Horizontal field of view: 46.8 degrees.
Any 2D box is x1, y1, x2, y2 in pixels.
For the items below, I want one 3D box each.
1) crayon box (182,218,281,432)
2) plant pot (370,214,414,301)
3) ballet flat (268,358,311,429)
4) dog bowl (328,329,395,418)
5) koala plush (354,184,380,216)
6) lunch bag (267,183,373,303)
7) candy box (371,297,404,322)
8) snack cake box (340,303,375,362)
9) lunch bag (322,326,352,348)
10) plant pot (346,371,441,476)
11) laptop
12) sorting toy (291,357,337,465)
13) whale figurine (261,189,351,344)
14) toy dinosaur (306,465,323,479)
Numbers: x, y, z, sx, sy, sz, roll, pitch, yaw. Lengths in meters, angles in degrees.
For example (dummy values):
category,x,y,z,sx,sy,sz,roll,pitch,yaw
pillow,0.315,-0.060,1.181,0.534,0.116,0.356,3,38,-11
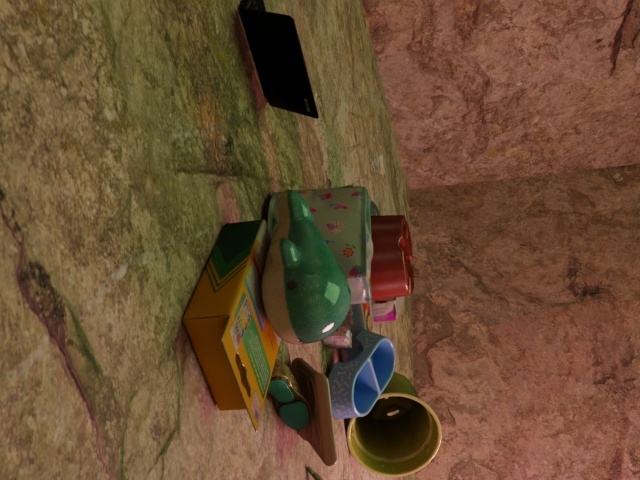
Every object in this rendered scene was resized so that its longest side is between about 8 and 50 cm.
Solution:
category,x,y,z,sx,sy,sz,roll,pitch,yaw
crayon box,-0.137,0.136,1.248,0.323,0.083,0.203,-77,157,-55
plant pot,0.092,0.048,1.858,0.272,0.265,0.272,-5,90,-77
ballet flat,-0.065,0.312,1.516,0.206,0.073,0.067,74,8,-45
dog bowl,0.121,0.374,2.057,0.297,0.074,0.166,-45,127,-46
koala plush,0.143,-0.048,2.339,0.196,0.203,0.221,65,12,-56
lunch bag,0.000,0.000,1.581,0.160,0.223,0.262,74,14,-57
candy box,0.181,0.202,2.406,0.233,0.159,0.071,-42,124,-73
snack cake box,0.106,0.255,2.220,0.152,0.089,0.264,-47,130,-70
lunch bag,0.045,0.261,1.993,0.083,0.071,0.053,52,36,-66
plant pot,0.214,0.531,2.261,0.254,0.276,0.276,-89,170,-74
laptop,-0.078,-0.424,1.616,0.264,0.137,0.234,-79,160,-50
sorting toy,-0.009,0.359,1.579,0.208,0.038,0.193,-177,-100,-72
whale figurine,-0.019,0.044,1.297,0.216,0.141,0.272,58,28,-62
toy dinosaur,0.016,0.656,1.739,0.118,0.064,0.268,9,72,-70
